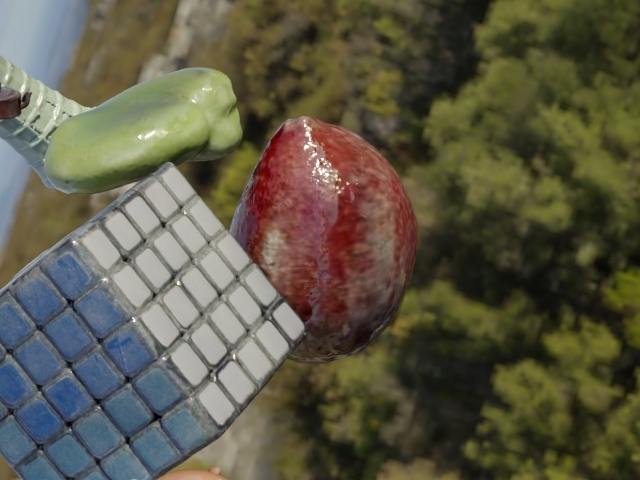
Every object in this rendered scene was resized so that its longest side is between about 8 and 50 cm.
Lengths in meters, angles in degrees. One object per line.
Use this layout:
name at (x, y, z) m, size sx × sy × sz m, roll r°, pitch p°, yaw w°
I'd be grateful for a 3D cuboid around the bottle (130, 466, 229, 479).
bottle at (-0.131, 0.299, 1.382) m, size 0.236 × 0.148 × 0.147 m, roll -66°, pitch 13°, yaw 6°

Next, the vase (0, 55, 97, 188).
vase at (-0.459, -0.210, 2.377) m, size 0.143 × 0.299 × 0.143 m, roll -28°, pitch 43°, yaw 29°

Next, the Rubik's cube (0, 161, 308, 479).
Rubik's cube at (-0.198, 0.101, 1.626) m, size 0.237 × 0.237 × 0.238 m, roll -37°, pitch 6°, yaw 29°

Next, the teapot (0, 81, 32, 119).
teapot at (-0.430, -0.187, 2.181) m, size 0.068 × 0.100 × 0.045 m, roll -135°, pitch 48°, yaw -62°

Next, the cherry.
cherry at (0.000, 0.000, 1.763) m, size 0.230 × 0.203 × 0.300 m, roll -60°, pitch -27°, yaw -48°

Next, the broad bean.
broad bean at (-0.190, -0.117, 1.776) m, size 0.169 × 0.228 × 0.100 m, roll 8°, pitch 118°, yaw 48°
